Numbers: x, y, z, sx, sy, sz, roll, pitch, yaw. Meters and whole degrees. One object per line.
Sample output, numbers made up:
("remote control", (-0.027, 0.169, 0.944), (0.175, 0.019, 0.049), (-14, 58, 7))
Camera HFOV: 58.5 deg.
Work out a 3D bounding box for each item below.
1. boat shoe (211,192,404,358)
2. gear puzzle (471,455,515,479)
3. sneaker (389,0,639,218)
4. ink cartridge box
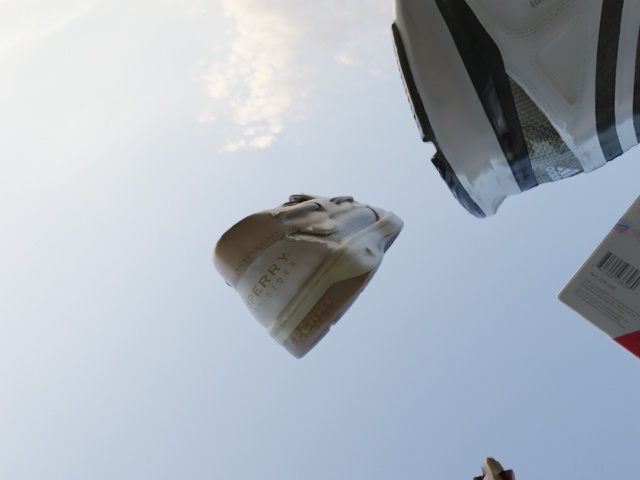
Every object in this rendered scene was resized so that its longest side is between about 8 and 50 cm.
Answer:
("boat shoe", (0.000, 0.000, 0.545), (0.110, 0.341, 0.121), (39, -80, 3))
("gear puzzle", (0.257, 0.491, 0.861), (0.044, 0.339, 0.175), (-6, -143, -35))
("sneaker", (0.168, -0.261, 0.456), (0.257, 0.169, 0.447), (-22, -109, 22))
("ink cartridge box", (0.570, 0.048, 0.906), (0.226, 0.131, 0.306), (42, -81, 30))
